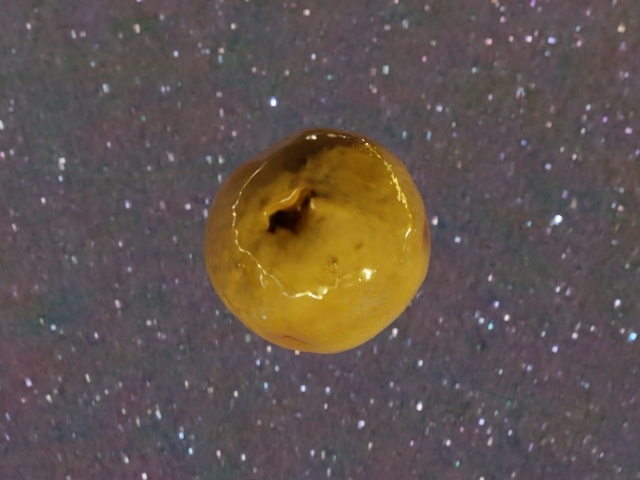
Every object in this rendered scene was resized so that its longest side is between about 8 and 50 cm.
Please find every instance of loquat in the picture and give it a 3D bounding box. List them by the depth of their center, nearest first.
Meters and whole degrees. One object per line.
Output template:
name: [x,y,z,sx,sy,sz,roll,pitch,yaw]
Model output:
loquat: [0.000,0.000,0.968,0.208,0.208,0.208,1,-127,-1]
